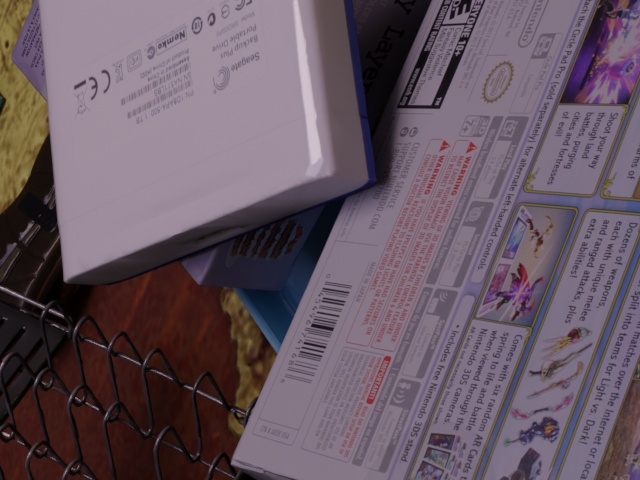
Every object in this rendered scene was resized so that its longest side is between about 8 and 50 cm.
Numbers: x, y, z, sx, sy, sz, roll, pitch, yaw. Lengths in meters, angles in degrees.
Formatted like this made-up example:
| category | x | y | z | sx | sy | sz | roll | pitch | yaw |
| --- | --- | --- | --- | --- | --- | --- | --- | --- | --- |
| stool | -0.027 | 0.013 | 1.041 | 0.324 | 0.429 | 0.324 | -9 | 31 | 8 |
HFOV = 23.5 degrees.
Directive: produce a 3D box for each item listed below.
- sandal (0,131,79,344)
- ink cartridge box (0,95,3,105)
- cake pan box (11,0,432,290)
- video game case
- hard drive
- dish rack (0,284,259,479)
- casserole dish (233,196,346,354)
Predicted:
| category | x | y | z | sx | sy | sz | roll | pitch | yaw |
| --- | --- | --- | --- | --- | --- | --- | --- | --- | --- |
| sandal | -0.188 | -0.001 | 1.059 | 0.090 | 0.060 | 0.219 | 37 | 96 | 41 |
| ink cartridge box | -0.332 | -0.052 | 1.198 | 0.061 | 0.104 | 0.181 | 44 | 117 | 45 |
| cake pan box | -0.048 | -0.147 | 0.840 | 0.246 | 0.070 | 0.267 | 47 | 119 | 36 |
| video game case | 0.106 | 0.003 | 0.641 | 0.244 | 0.061 | 0.269 | 7 | 69 | 51 |
| hard drive | -0.075 | -0.155 | 0.790 | 0.210 | 0.040 | 0.318 | -20 | 72 | 44 |
| dish rack | -0.136 | 0.125 | 0.798 | 0.272 | 0.074 | 0.208 | 22 | 58 | 20 |
| casserole dish | 0.000 | 0.000 | 0.846 | 0.114 | 0.037 | 0.188 | -59 | 45 | 23 |
